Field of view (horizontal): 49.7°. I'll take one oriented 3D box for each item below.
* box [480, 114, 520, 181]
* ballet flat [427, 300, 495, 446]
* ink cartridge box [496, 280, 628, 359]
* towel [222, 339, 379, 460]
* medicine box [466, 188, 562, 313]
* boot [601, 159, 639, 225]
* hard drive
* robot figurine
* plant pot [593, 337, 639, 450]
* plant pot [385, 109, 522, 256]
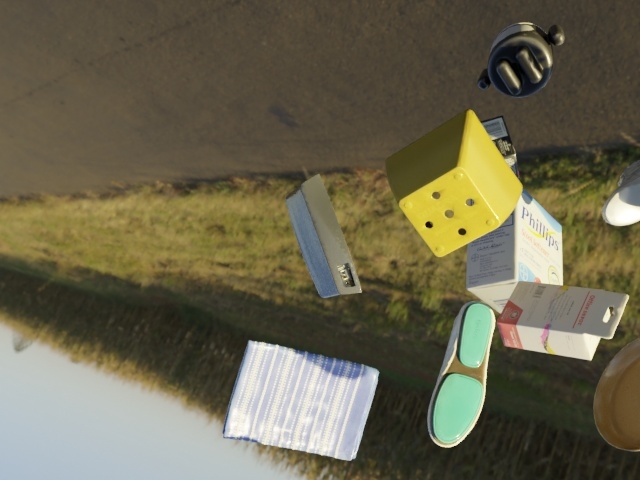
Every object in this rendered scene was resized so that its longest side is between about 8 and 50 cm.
[{"bbox_3d":[0.483,-0.193,1.958,0.143,0.165,0.270,-14,142,13],"label":"box"},{"bbox_3d":[0.378,0.360,1.871,0.139,0.400,0.139,17,164,5],"label":"ballet flat"},{"bbox_3d":[0.427,0.140,1.209,0.198,0.115,0.067,5,132,40],"label":"ink cartridge box"},{"bbox_3d":[-0.042,0.383,1.626,0.336,0.243,0.040,15,-175,-16],"label":"towel"},{"bbox_3d":[0.525,0.041,1.853,0.149,0.289,0.263,-15,145,40],"label":"medicine box"},{"bbox_3d":[0.775,-0.124,1.706,0.095,0.258,0.123,59,171,-11],"label":"boot"},{"bbox_3d":[0.000,0.000,1.452,0.054,0.255,0.172,-20,178,-18],"label":"hard drive"},{"bbox_3d":[0.545,-0.497,1.889,0.209,0.278,0.174,9,122,14],"label":"robot figurine"},{"bbox_3d":[0.603,0.280,1.266,0.032,0.236,0.236,32,164,-14],"label":"plant pot"},{"bbox_3d":[0.258,-0.092,1.361,0.212,0.187,0.212,-30,109,26],"label":"plant pot"}]
